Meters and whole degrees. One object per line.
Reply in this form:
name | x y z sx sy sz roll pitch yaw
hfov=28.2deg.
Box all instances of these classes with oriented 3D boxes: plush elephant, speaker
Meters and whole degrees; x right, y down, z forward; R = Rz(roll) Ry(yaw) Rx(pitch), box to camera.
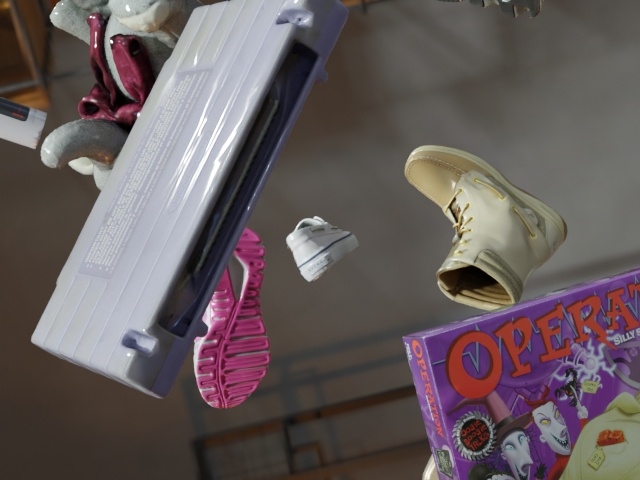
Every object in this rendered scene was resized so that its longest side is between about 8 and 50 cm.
plush elephant | -0.211 -0.154 1.443 0.330 0.272 0.255 21 -87 -53
speaker | -0.447 -0.171 1.752 0.055 0.136 0.055 -161 90 -73

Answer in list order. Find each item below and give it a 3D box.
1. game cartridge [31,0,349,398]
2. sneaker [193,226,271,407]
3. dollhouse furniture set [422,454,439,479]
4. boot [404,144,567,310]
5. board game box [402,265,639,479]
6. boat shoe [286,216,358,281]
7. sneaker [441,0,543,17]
game cartridge | -0.118 -0.048 1.101 0.230 0.068 0.355 4 67 62
sneaker | -0.125 0.100 1.731 0.111 0.103 0.252 -154 69 -73
dollhouse furniture set | 0.301 0.387 1.393 0.256 0.394 0.362 -63 9 2
boot | 0.204 -0.018 1.837 0.203 0.262 0.095 -48 -13 -42
board game box | 0.251 0.130 1.028 0.056 0.346 0.208 158 96 -71
boat shoe | 0.000 0.000 1.787 0.076 0.083 0.226 55 -175 -1
sneaker | 0.243 -0.461 2.045 0.330 0.146 0.122 25 152 27
